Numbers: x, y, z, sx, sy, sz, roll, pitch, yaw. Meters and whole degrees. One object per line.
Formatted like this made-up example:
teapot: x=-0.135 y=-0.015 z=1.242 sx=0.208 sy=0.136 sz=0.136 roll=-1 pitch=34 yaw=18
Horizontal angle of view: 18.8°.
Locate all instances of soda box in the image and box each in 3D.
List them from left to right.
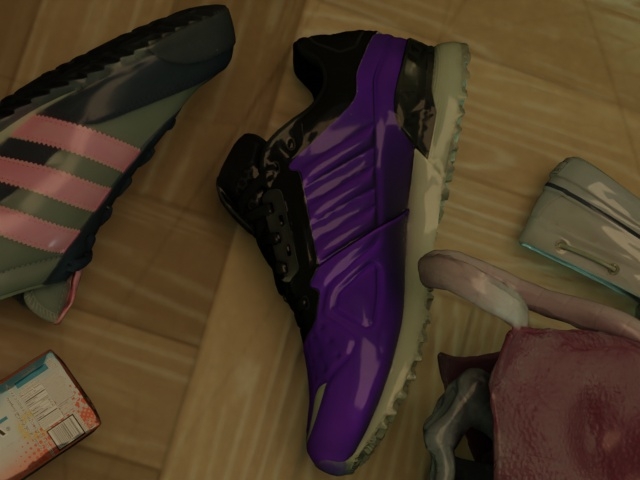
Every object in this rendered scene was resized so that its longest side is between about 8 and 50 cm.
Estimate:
soda box: x=-0.223 y=0.140 z=1.169 sx=0.183 sy=0.063 sz=0.058 roll=-33 pitch=88 yaw=-16

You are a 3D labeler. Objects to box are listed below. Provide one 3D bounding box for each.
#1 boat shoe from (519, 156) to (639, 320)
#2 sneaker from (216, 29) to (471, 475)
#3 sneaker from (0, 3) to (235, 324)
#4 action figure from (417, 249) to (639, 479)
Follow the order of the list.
boat shoe: x=0.235 y=0.036 z=1.287 sx=0.226 sy=0.083 sz=0.075 roll=34 pitch=87 yaw=8
sneaker: x=0.000 y=0.000 z=1.231 sx=0.146 sy=0.102 sz=0.293 roll=13 pitch=73 yaw=-4
sneaker: x=-0.168 y=-0.025 z=1.203 sx=0.319 sy=0.112 sz=0.131 roll=-35 pitch=105 yaw=-13
action figure: x=0.247 y=0.115 z=1.171 sx=0.370 sy=0.248 sz=0.275 roll=-6 pitch=97 yaw=2
